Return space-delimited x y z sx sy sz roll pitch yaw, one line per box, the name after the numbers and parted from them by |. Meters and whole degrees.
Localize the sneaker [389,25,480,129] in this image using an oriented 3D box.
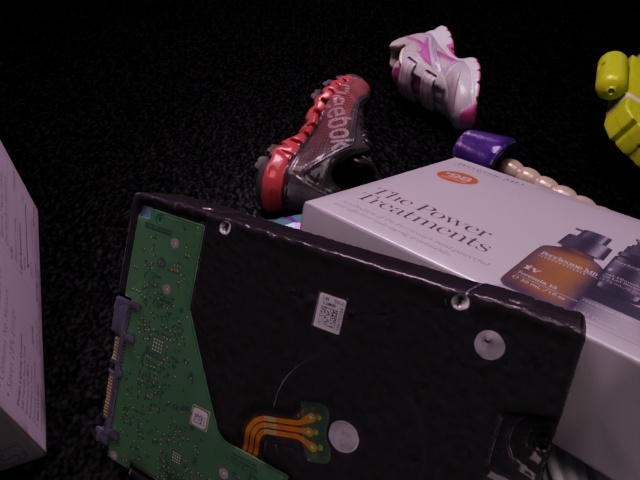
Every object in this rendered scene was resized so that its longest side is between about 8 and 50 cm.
0.177 -0.256 0.836 0.111 0.103 0.252 -10 42 -4 | sneaker

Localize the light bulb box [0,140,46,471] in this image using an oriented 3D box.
-0.408 -0.015 0.425 0.225 0.361 0.358 -16 49 -15 | light bulb box

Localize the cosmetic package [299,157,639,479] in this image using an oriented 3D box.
0.208 0.040 0.470 0.377 0.098 0.284 27 30 33 | cosmetic package

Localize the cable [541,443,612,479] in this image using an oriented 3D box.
0.280 0.206 0.361 0.257 0.089 0.257 -11 23 -26 | cable

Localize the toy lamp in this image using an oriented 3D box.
0.294 -0.062 0.668 0.080 0.080 0.274 -35 57 -28 | toy lamp

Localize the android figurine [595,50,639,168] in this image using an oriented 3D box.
0.505 -0.176 0.753 0.248 0.056 0.273 34 51 1 | android figurine

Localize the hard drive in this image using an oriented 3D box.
-0.016 0.114 0.386 0.338 0.237 0.064 16 9 25 | hard drive

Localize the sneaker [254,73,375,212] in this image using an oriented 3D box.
0.026 -0.129 0.712 0.135 0.098 0.276 19 52 16 | sneaker

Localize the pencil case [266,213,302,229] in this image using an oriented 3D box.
0.000 0.000 0.616 0.151 0.065 0.070 -8 46 -8 | pencil case
